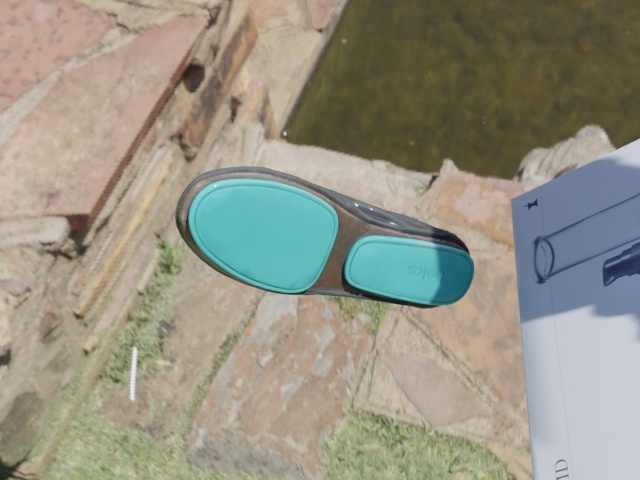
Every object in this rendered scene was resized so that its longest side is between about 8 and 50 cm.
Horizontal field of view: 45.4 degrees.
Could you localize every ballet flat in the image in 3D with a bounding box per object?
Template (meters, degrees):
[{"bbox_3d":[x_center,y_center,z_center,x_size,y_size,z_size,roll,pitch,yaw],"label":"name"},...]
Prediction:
[{"bbox_3d":[0.000,0.000,0.633,0.096,0.281,0.095,40,109,56],"label":"ballet flat"}]

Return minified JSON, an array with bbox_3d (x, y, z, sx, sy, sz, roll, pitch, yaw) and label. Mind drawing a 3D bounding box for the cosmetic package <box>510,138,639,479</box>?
[{"bbox_3d":[0.290,0.067,0.543,0.284,0.097,0.377,-30,36,34],"label":"cosmetic package"}]
